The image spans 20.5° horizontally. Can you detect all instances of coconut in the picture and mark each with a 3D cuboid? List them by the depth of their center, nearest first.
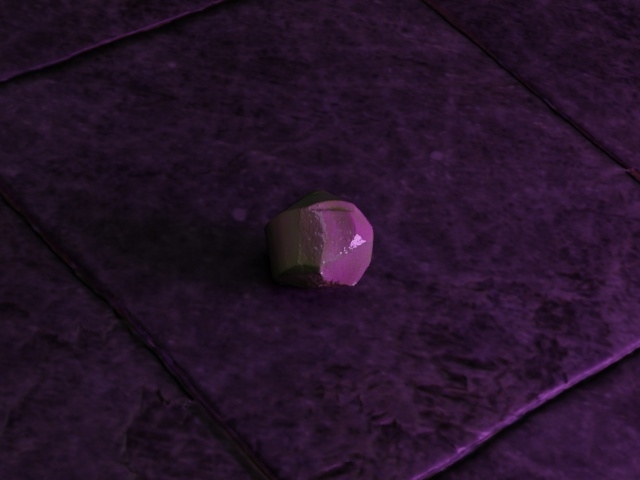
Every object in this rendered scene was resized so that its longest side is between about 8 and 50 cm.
[{"bbox_3d":[0.000,0.000,1.374,0.083,0.082,0.081,-15,66,25],"label":"coconut"}]
